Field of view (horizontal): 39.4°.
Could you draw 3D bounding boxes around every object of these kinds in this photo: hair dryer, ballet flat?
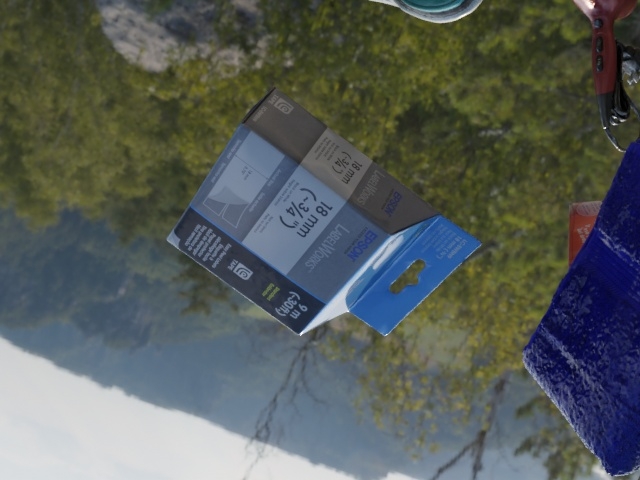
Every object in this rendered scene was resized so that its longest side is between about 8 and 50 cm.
[{"bbox_3d":[0.413,-0.294,1.266,0.080,0.223,0.293,-17,125,37],"label":"hair dryer"},{"bbox_3d":[0.156,-0.393,1.331,0.139,0.139,0.400,26,-175,-35],"label":"ballet flat"}]

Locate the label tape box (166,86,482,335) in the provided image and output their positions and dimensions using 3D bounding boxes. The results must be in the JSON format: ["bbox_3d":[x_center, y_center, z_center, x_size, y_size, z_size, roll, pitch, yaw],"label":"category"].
[{"bbox_3d":[0.000,0.000,1.162,0.334,0.106,0.240,36,131,-4],"label":"label tape box"}]

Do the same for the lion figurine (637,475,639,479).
[{"bbox_3d":[0.224,-0.020,0.336,0.240,0.392,0.142,-4,171,10],"label":"lion figurine"}]

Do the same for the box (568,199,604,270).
[{"bbox_3d":[0.426,0.100,1.186,0.154,0.142,0.300,-6,127,21],"label":"box"}]

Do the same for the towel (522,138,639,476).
[{"bbox_3d":[0.321,0.059,0.932,0.076,0.308,0.227,15,-161,-14],"label":"towel"}]
